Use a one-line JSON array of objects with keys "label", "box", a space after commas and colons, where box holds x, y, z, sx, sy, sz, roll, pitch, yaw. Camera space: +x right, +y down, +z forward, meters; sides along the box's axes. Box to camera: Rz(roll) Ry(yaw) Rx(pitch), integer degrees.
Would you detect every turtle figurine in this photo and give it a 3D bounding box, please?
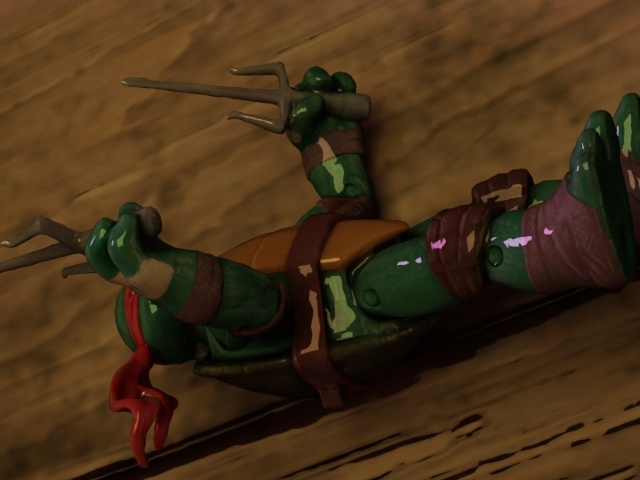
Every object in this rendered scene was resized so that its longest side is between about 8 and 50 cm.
[{"label": "turtle figurine", "box": [0.000, 0.000, 0.686, 0.234, 0.118, 0.175, -9, 24, 19]}]
